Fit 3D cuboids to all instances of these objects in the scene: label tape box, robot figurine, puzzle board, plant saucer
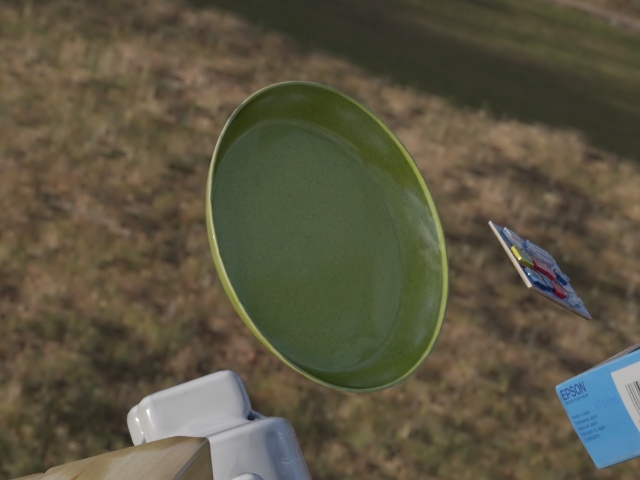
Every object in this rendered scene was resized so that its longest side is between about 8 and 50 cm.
[{"bbox_3d":[0.461,0.109,2.016,0.347,0.249,0.115,-27,85,-25],"label":"label tape box"},{"bbox_3d":[-0.090,0.319,1.944,0.199,0.354,0.300,-18,-7,-14],"label":"robot figurine"},{"bbox_3d":[0.235,0.031,1.979,0.128,0.011,0.096,27,28,-49],"label":"puzzle board"},{"bbox_3d":[0.000,0.000,1.391,0.241,0.241,0.037,-8,-10,-46],"label":"plant saucer"}]

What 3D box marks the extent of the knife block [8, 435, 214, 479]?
[{"bbox_3d":[-0.148,0.225,1.151,0.275,0.088,0.242,-12,19,-26],"label":"knife block"}]
